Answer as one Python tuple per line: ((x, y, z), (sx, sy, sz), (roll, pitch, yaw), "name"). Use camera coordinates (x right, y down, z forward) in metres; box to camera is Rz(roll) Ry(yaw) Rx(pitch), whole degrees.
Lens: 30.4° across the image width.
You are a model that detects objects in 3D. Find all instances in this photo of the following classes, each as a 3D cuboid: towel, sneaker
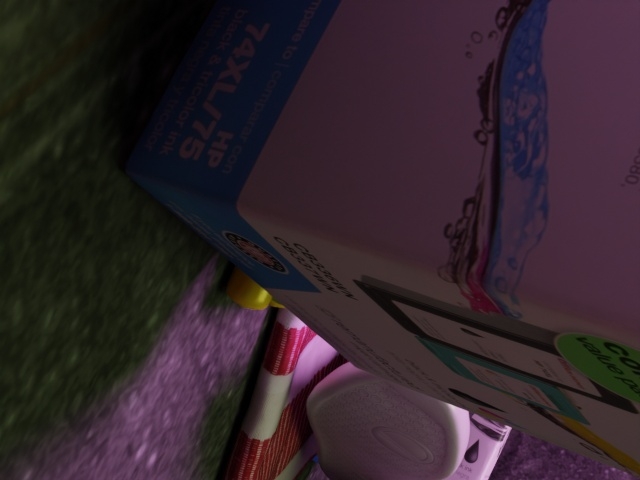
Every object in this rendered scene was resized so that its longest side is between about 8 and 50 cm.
((0.017, 0.049, 0.821), (0.237, 0.037, 0.329), (-37, 149, -61), "towel")
((0.069, 0.091, 0.820), (0.147, 0.104, 0.296), (-58, 170, -21), "sneaker")

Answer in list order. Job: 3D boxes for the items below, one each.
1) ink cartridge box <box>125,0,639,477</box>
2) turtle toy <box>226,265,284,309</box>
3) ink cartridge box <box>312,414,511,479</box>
((0.117, -0.032, 0.434), (0.198, 0.270, 0.197), (44, 70, -48), "ink cartridge box")
((0.000, 0.000, 0.600), (0.095, 0.066, 0.130), (-66, 166, 5), "turtle toy")
((0.101, 0.130, 1.036), (0.203, 0.148, 0.086), (-65, 165, -4), "ink cartridge box")
